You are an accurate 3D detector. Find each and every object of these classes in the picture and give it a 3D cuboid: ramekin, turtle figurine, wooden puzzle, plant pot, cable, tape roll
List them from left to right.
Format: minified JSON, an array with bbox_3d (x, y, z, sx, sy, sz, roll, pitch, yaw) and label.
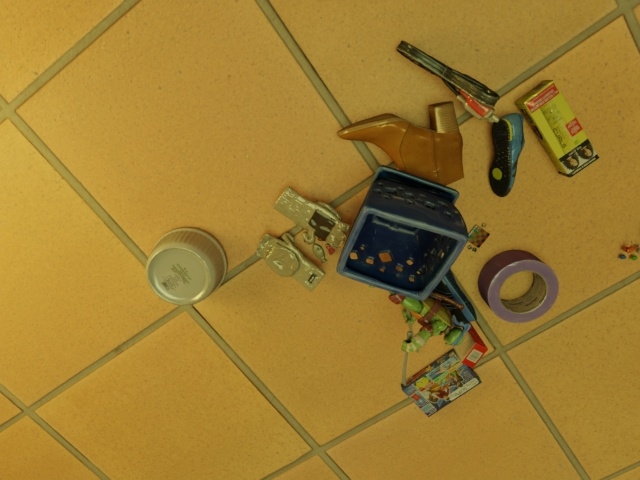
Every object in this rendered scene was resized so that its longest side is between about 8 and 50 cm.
[{"bbox_3d":[-0.361,0.076,1.139,0.208,0.109,0.206,0,109,0],"label":"ramekin"},{"bbox_3d":[0.191,-0.030,1.015,0.236,0.212,0.235,18,136,0],"label":"plant pot"},{"bbox_3d":[0.221,0.213,1.131,0.266,0.198,0.274,49,136,6],"label":"turtle figurine"},{"bbox_3d":[0.294,-0.357,0.975,0.288,0.139,0.072,26,117,-5],"label":"cable"},{"bbox_3d":[0.427,-0.010,1.160,0.049,0.006,0.083,32,106,-10],"label":"wooden puzzle"},{"bbox_3d":[0.539,0.125,1.168,0.189,0.080,0.188,0,110,0],"label":"tape roll"}]

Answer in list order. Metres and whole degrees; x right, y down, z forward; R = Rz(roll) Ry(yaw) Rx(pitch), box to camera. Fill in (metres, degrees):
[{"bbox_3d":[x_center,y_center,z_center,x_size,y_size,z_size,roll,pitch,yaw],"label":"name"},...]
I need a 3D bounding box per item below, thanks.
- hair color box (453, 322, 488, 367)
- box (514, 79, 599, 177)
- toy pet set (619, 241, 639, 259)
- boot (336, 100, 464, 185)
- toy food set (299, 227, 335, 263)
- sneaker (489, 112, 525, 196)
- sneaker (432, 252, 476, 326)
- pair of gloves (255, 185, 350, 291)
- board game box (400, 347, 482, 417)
[{"bbox_3d":[0.407,0.283,1.190,0.043,0.141,0.071,27,107,-9],"label":"hair color box"},{"bbox_3d":[0.579,-0.271,1.042,0.087,0.058,0.232,-36,105,12],"label":"box"},{"bbox_3d":[0.888,-0.003,1.146,0.122,0.065,0.114,4,144,2],"label":"toy pet set"},{"bbox_3d":[0.202,-0.206,1.045,0.296,0.104,0.211,-10,113,6],"label":"boot"},{"bbox_3d":[0.000,0.000,1.158,0.078,0.019,0.122,-34,105,11],"label":"toy food set"},{"bbox_3d":[0.474,-0.210,1.060,0.082,0.069,0.209,-20,119,-22],"label":"sneaker"},{"bbox_3d":[0.337,0.145,1.175,0.091,0.081,0.232,-29,100,27],"label":"sneaker"},{"bbox_3d":[-0.050,-0.004,1.128,0.204,0.042,0.240,28,112,0],"label":"pair of gloves"},{"bbox_3d":[0.367,0.436,1.299,0.201,0.035,0.136,-39,104,12],"label":"board game box"}]
